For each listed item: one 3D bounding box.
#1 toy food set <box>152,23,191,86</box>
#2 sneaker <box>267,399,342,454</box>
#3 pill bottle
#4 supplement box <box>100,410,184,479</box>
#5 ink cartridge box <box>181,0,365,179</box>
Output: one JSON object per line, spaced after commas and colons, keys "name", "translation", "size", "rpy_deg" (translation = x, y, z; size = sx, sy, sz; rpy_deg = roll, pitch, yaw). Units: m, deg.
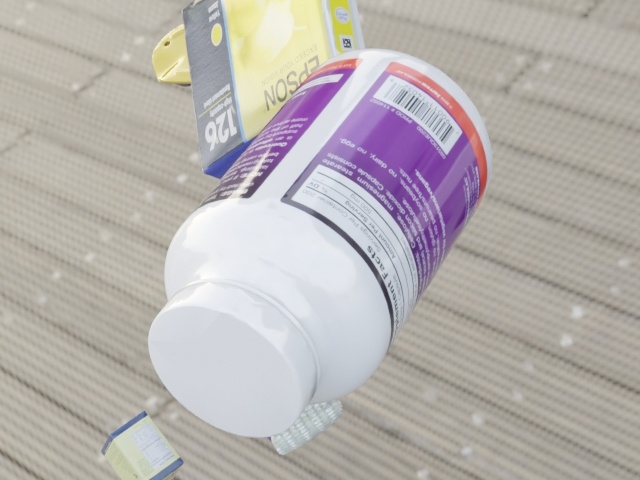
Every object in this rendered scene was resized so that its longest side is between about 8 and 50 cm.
{"name": "toy food set", "translation": [-0.155, -0.272, 2.348], "size": [0.218, 0.071, 0.128], "rpy_deg": [5, 58, 33]}
{"name": "sneaker", "translation": [-0.066, 0.155, 1.893], "size": [0.102, 0.293, 0.146], "rpy_deg": [-34, 59, -5]}
{"name": "pill bottle", "translation": [0.000, 0.000, 1.184], "size": [0.181, 0.181, 0.323], "rpy_deg": [4, 38, 30]}
{"name": "supplement box", "translation": [-0.223, 0.271, 1.908], "size": [0.056, 0.083, 0.083], "rpy_deg": [-34, 80, -26]}
{"name": "ink cartridge box", "translation": [-0.055, -0.192, 1.810], "size": [0.303, 0.072, 0.307], "rpy_deg": [-28, 65, 51]}
